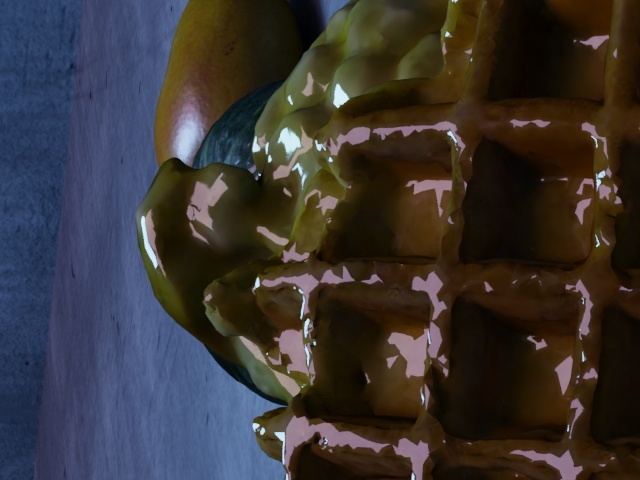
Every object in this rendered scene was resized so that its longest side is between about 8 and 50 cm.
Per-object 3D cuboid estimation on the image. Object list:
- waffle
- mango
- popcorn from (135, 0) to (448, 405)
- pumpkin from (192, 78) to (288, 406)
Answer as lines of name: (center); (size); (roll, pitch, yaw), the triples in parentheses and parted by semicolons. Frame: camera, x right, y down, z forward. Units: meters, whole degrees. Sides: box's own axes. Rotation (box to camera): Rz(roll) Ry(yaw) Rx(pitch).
waffle: (0.108, 0.024, 0.475); (0.300, 0.058, 0.282); (29, 92, 36)
mango: (-0.069, -0.123, 1.488); (0.151, 0.120, 0.221); (123, 154, -66)
popcorn: (0.065, 0.015, 0.665); (0.206, 0.251, 0.237); (-91, -4, -46)
pumpkin: (-0.001, 0.002, 1.151); (0.211, 0.152, 0.212); (-17, 70, 56)
